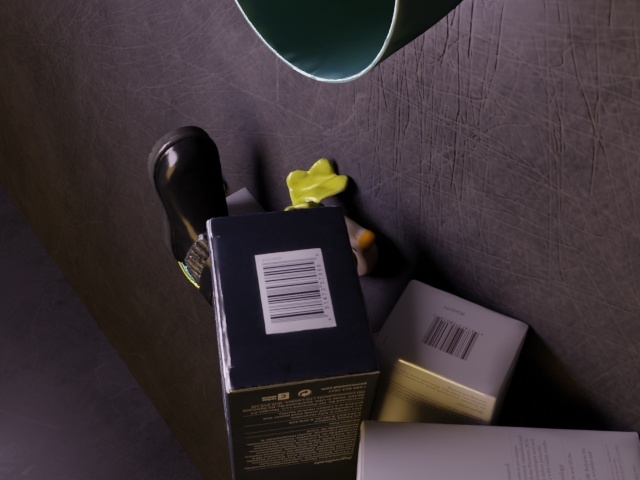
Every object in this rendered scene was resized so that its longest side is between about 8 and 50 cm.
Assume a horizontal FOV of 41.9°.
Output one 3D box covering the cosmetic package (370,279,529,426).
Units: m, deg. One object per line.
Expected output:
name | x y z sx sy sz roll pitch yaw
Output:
cosmetic package | 0.179 0.260 1.306 0.197 0.155 0.365 22 140 17

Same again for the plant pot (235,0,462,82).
plant pot | 0.057 -0.343 0.859 0.293 0.235 0.293 38 146 31

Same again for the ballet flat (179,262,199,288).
ballet flat | -0.264 0.094 1.996 0.231 0.077 0.077 48 167 13

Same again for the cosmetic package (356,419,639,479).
cosmetic package | 0.238 0.374 1.158 0.156 0.385 0.217 -87 -5 -46

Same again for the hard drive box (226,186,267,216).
hard drive box | -0.154 0.033 1.733 0.181 0.089 0.232 50 151 13

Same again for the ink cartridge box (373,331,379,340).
ink cartridge box | 0.124 0.218 1.508 0.104 0.060 0.180 57 152 0

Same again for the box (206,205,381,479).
box | -0.053 0.185 1.315 0.395 0.212 0.293 93 167 -52

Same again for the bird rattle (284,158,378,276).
bird rattle | 0.000 0.000 1.427 0.207 0.143 0.253 30 148 14

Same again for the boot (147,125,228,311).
boot | -0.185 -0.012 1.503 0.260 0.131 0.348 50 156 35

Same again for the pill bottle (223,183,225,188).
pill bottle | -0.276 -0.142 1.755 0.152 0.086 0.086 51 151 14
